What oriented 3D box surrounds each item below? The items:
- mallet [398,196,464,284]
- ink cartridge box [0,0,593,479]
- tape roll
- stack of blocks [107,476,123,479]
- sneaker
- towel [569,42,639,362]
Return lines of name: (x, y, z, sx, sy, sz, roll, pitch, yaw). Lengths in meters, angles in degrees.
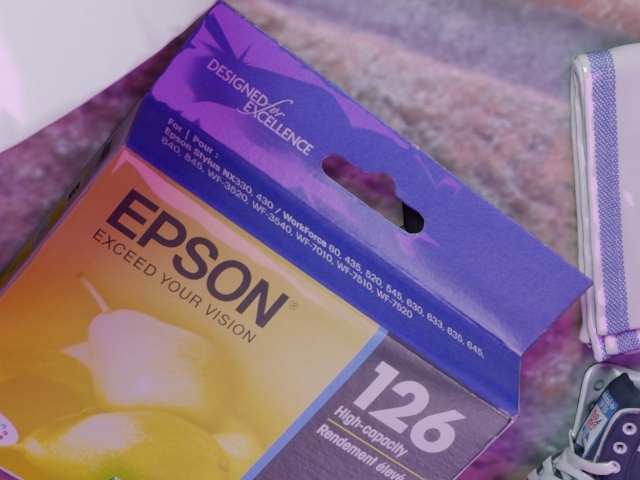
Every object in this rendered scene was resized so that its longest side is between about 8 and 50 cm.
mallet: (0.000, 0.000, 0.933, 0.189, 0.039, 0.062, -4, 111, -5)
ink cartridge box: (-0.038, 0.066, 0.909, 0.303, 0.072, 0.307, 35, 111, -18)
tape roll: (-0.180, -0.119, 0.724, 0.286, 0.286, 0.100, -29, 112, 1)
stack of blocks: (-0.077, 0.289, 0.952, 0.297, 0.087, 0.171, 38, 131, -21)
sneaker: (0.154, 0.178, 0.991, 0.282, 0.099, 0.153, -16, 108, -3)
towel: (0.299, -0.043, 0.973, 0.285, 0.034, 0.209, -11, 109, -9)
